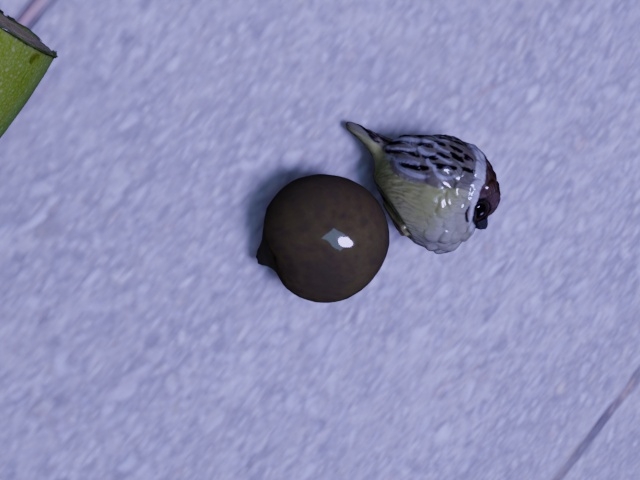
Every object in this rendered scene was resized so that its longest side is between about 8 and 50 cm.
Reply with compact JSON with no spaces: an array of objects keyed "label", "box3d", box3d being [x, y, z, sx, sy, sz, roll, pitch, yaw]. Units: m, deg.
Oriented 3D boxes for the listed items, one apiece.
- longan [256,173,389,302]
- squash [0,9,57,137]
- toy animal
[{"label":"longan","box3d":[0.000,0.000,0.611,0.113,0.092,0.113,4,126,5]},{"label":"squash","box3d":[-0.265,-0.075,0.510,0.095,0.095,0.188,33,95,-22]},{"label":"toy animal","box3d":[0.088,-0.058,0.628,0.098,0.098,0.137,-32,89,-9]}]
